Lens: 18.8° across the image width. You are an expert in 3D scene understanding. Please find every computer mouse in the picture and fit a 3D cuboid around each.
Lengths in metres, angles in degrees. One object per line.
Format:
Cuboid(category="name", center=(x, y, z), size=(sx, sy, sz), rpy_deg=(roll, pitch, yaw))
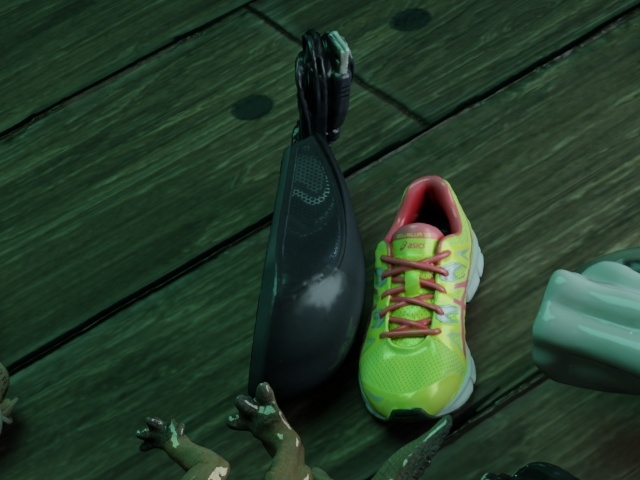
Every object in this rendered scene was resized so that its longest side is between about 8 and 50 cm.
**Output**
Cuboid(category="computer mouse", center=(0.000, 0.000, 1.359), size=(0.072, 0.188, 0.272), rpy_deg=(8, 49, -1))

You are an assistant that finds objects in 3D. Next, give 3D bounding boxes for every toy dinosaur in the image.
Cuboid(category="toy dinosaur", center=(-0.039, 0.205, 1.138), size=(0.295, 0.127, 0.200), rpy_deg=(-14, 44, -19))

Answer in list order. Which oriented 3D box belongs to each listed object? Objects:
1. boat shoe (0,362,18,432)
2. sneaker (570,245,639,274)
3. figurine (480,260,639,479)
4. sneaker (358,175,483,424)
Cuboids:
Cuboid(category="boat shoe", center=(-0.265, 0.104, 1.343), size=(0.098, 0.109, 0.302), rpy_deg=(-19, 33, -4))
Cuboid(category="sneaker", center=(0.247, 0.071, 1.229), size=(0.227, 0.087, 0.130), rpy_deg=(6, 36, 16))
Cuboid(category="figurine", center=(0.215, 0.128, 1.125), size=(0.209, 0.092, 0.215), rpy_deg=(15, 77, 22))
Cuboid(category="sneaker", center=(0.064, 0.037, 1.325), size=(0.081, 0.094, 0.208), rpy_deg=(-3, 41, 11))
